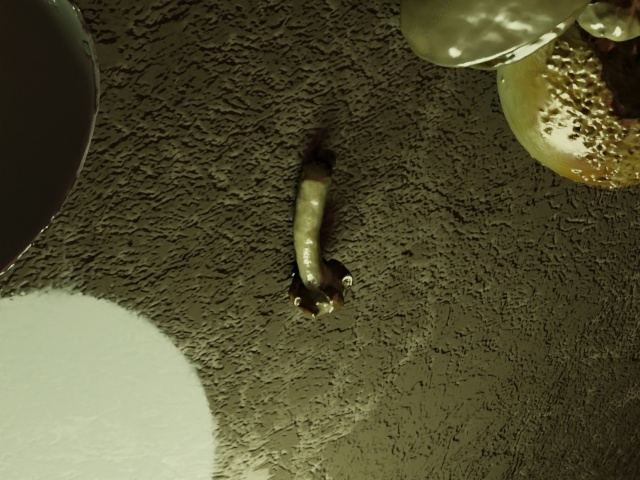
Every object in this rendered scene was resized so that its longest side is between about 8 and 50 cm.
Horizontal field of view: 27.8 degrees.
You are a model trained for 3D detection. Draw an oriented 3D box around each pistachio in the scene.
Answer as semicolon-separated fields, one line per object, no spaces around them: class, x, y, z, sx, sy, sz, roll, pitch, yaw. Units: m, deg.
pistachio;0.155;-0.231;1.056;0.138;0.153;0.238;0;153;-33

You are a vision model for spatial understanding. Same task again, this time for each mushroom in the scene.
mushroom;0.000;0.000;1.209;0.060;0.061;0.187;-21;135;-21

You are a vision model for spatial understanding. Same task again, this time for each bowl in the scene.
bowl;-0.288;-0.087;0.758;0.287;0.144;0.287;-26;141;-23

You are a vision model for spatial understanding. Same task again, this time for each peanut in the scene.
peanut;0.279;-0.261;1.126;0.099;0.099;0.214;82;25;-49

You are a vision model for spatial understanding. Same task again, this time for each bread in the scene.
bread;0.297;-0.138;1.259;0.314;0.171;0.192;-8;128;-39
